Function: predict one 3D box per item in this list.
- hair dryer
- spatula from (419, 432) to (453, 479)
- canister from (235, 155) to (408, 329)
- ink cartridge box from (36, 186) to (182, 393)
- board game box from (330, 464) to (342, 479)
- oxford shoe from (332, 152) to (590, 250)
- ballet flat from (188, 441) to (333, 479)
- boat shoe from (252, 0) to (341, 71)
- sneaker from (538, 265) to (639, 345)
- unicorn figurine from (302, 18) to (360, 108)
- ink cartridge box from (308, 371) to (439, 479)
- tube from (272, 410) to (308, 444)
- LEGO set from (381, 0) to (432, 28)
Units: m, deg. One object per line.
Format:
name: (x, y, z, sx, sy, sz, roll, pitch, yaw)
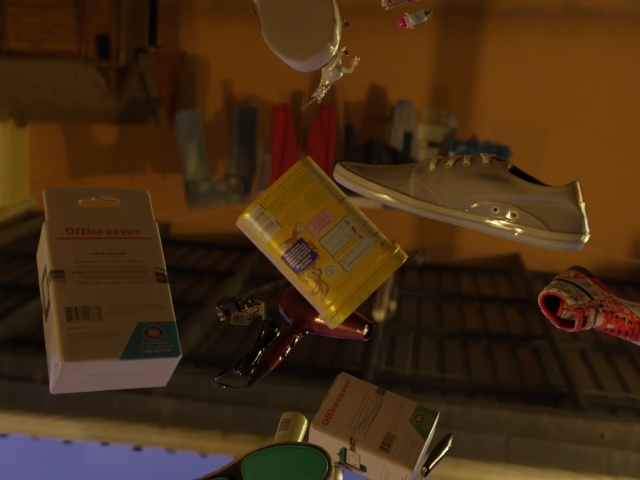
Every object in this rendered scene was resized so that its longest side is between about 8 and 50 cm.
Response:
hair dryer: (-0.049, 0.175, 1.723, 0.293, 0.080, 0.223, -13, -134, 5)
spatula: (0.168, 0.385, 1.532, 0.030, 0.084, 0.296, 22, -154, 13)
canister: (0.000, 0.000, 1.124, 0.126, 0.170, 0.073, -43, 179, -16)
ink cartridge box: (-0.194, 0.041, 0.858, 0.104, 0.060, 0.180, 0, -125, -24)
board game box: (-0.003, 0.525, 1.873, 0.103, 0.154, 0.026, -21, 148, 31)
oxford shoe: (0.240, -0.091, 1.630, 0.449, 0.130, 0.169, 14, -168, 20)
ballet flat: (-0.099, 0.328, 1.269, 0.248, 0.086, 0.086, -16, -167, 3)
boat shoe: (-0.027, -0.348, 1.523, 0.127, 0.158, 0.340, -31, -131, 10)
sneaker: (0.562, 0.159, 1.898, 0.270, 0.090, 0.145, 36, -136, 29)
unicorn figurine: (0.019, -0.325, 1.736, 0.060, 0.162, 0.111, 13, 152, -30)
ink cartridge box: (0.104, 0.381, 1.910, 0.219, 0.092, 0.160, 22, -134, 14)
tube: (-0.086, 0.468, 2.000, 0.062, 0.070, 0.240, 5, -138, 15)
LEGO set: (0.130, -0.560, 1.914, 0.107, 0.287, 0.132, -25, -178, -15)
